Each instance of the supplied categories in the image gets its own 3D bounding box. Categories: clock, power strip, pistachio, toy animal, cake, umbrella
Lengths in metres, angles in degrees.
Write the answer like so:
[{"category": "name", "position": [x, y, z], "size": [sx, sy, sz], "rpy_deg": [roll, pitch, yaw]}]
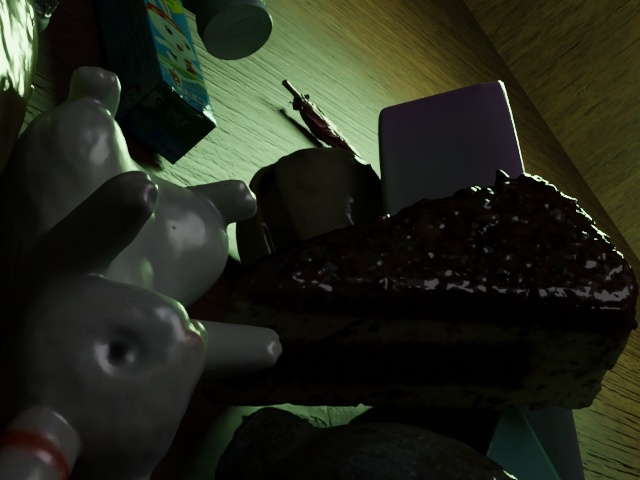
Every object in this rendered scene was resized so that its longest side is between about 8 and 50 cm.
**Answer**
[{"category": "clock", "position": [0.123, 0.053, 1.215], "size": [0.338, 0.102, 0.338], "rpy_deg": [-11, 90, -83]}, {"category": "power strip", "position": [-0.219, -0.184, 1.127], "size": [0.083, 0.035, 0.055], "rpy_deg": [50, 15, 1]}, {"category": "pistachio", "position": [0.000, 0.000, 1.186], "size": [0.124, 0.124, 0.185], "rpy_deg": [38, 30, -41]}, {"category": "toy animal", "position": [-0.097, 0.049, 0.766], "size": [0.140, 0.138, 0.282], "rpy_deg": [47, 17, -36]}, {"category": "cake", "position": [0.070, 0.055, 0.914], "size": [0.246, 0.112, 0.135], "rpy_deg": [-19, 47, -40]}, {"category": "umbrella", "position": [0.010, -0.108, 1.626], "size": [0.165, 0.025, 0.027], "rpy_deg": [45, -2, -33]}]

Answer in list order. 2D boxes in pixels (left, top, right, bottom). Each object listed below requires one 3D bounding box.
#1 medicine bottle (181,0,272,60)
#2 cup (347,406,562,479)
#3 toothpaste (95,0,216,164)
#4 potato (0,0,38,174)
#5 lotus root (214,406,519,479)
[{"category": "medicine bottle", "position": [-0.110, -0.265, 1.510], "size": [0.090, 0.090, 0.217], "rpy_deg": [34, 24, -48]}, {"category": "cup", "position": [0.122, 0.211, 1.041], "size": [0.236, 0.134, 0.148], "rpy_deg": [50, -13, -24]}, {"category": "toothpaste", "position": [-0.140, -0.164, 1.276], "size": [0.065, 0.050, 0.267], "rpy_deg": [38, 20, -34]}, {"category": "potato", "position": [-0.224, -0.124, 0.788], "size": [0.191, 0.141, 0.296], "rpy_deg": [42, 16, -31]}, {"category": "lotus root", "position": [0.081, 0.216, 0.855], "size": [0.349, 0.175, 0.175], "rpy_deg": [45, 15, 6]}]
